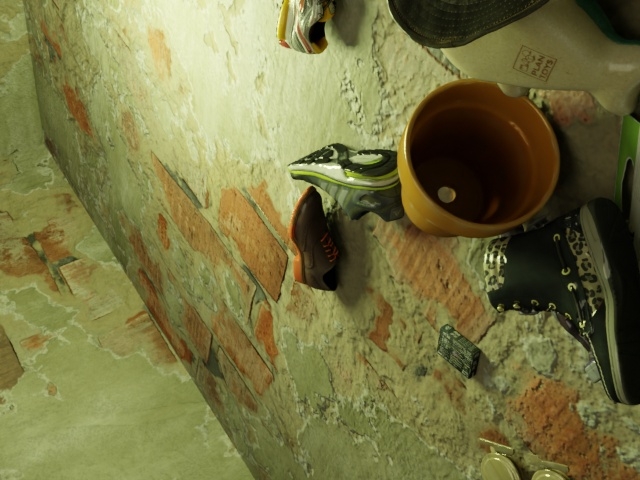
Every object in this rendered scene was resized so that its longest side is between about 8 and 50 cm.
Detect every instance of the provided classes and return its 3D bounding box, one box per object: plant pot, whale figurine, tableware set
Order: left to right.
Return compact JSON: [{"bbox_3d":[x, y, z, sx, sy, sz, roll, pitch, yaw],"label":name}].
[{"bbox_3d":[0.195,-0.090,0.994,0.205,0.205,0.188,60,166,9],"label":"plant pot"},{"bbox_3d":[0.364,0.419,1.241,0.194,0.039,0.128,3,102,52],"label":"tableware set"},{"bbox_3d":[0.264,-0.254,0.829,0.272,0.141,0.216,30,155,14],"label":"whale figurine"}]

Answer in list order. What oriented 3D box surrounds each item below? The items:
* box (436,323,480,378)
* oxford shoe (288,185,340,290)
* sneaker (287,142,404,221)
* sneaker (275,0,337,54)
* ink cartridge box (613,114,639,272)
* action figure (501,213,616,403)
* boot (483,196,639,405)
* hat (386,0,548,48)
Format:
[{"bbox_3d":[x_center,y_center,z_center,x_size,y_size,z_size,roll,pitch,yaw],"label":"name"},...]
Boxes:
[{"bbox_3d":[0.246,0.199,1.286,0.083,0.018,0.067,39,141,39],"label":"box"},{"bbox_3d":[0.000,0.000,1.486,0.098,0.097,0.271,25,144,24],"label":"oxford shoe"},{"bbox_3d":[0.042,-0.101,1.314,0.300,0.111,0.121,21,133,55],"label":"sneaker"},{"bbox_3d":[-0.009,-0.417,1.198,0.092,0.088,0.225,28,138,19],"label":"sneaker"},{"bbox_3d":[0.415,-0.024,0.778,0.255,0.096,0.189,-95,-2,-61],"label":"ink cartridge box"},{"bbox_3d":[0.337,0.080,0.976,0.285,0.099,0.185,56,157,24],"label":"action figure"},{"bbox_3d":[0.297,0.083,0.872,0.178,0.085,0.237,-21,72,50],"label":"boot"},{"bbox_3d":[0.129,-0.370,0.712,0.331,0.133,0.332,-16,70,51],"label":"hat"}]
